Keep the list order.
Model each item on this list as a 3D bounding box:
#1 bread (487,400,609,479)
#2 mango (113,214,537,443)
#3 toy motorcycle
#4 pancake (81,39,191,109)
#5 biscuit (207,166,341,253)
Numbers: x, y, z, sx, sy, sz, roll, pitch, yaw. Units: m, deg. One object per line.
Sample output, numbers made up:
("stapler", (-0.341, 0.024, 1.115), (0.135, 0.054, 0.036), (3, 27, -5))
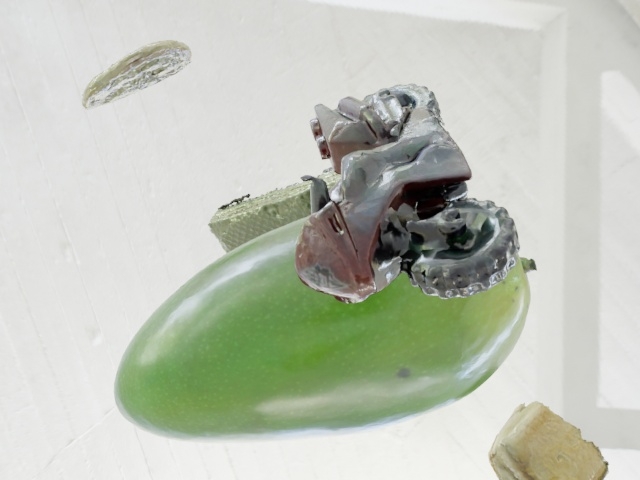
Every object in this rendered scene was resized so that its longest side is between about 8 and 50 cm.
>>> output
("bread", (0.258, 0.260, 1.081), (0.106, 0.082, 0.125), (-37, -104, -30))
("mango", (0.002, 0.080, 0.819), (0.382, 0.225, 0.201), (-19, -91, -4))
("toy motorcycle", (0.036, -0.029, 0.564), (0.122, 0.213, 0.082), (-13, -53, -3))
("pancake", (-0.224, -0.200, 1.111), (0.158, 0.158, 0.028), (-29, -87, -15))
("biscuit", (0.000, 0.000, 1.024), (0.150, 0.252, 0.052), (54, -136, -25))
